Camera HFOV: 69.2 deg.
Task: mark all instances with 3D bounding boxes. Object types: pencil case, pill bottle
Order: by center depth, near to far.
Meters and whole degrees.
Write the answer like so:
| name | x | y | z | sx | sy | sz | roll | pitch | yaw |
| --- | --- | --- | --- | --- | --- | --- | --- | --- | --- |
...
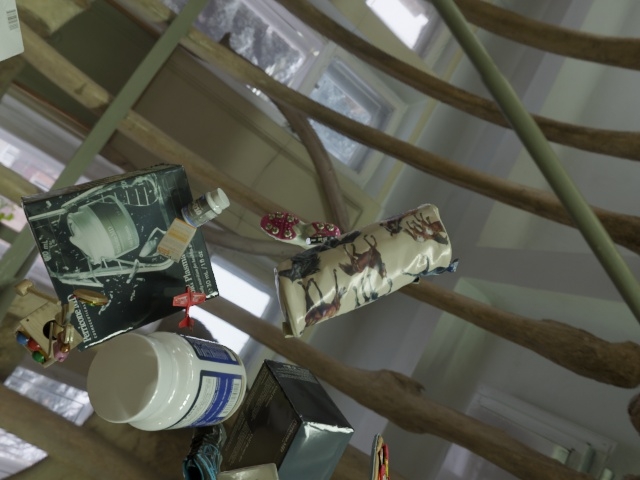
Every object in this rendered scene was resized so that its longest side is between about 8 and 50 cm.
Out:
| name | x | y | z | sx | sy | sz | roll | pitch | yaw |
| --- | --- | --- | --- | --- | --- | --- | --- | --- | --- |
| pill bottle | -0.245 | 0.235 | 0.779 | 0.153 | 0.264 | 0.153 | -6 | -111 | 15 |
| pencil case | 0.089 | 0.069 | 1.018 | 0.410 | 0.183 | 0.160 | -22 | -152 | -12 |
| pill bottle | -0.362 | -0.104 | 1.467 | 0.137 | 0.078 | 0.078 | -30 | -150 | 9 |

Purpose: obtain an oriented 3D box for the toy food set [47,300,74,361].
| name | x | y | z | sx | sy | sz | roll | pitch | yaw |
| --- | --- | --- | --- | --- | --- | --- | --- | --- | --- |
| toy food set | -0.381 | 0.140 | 0.692 | 0.122 | 0.019 | 0.077 | -26 | -116 | 45 |

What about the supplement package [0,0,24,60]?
| name | x | y | z | sx | sy | sz | roll | pitch | yaw |
| --- | --- | --- | --- | --- | --- | --- | --- | --- | --- |
| supplement package | -0.987 | -0.593 | 1.217 | 0.175 | 0.293 | 0.177 | -84 | -174 | -54 |

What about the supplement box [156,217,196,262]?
| name | x | y | z | sx | sy | sz | roll | pitch | yaw |
| --- | --- | --- | --- | --- | --- | --- | --- | --- | --- |
| supplement box | -0.367 | -0.001 | 1.187 | 0.036 | 0.062 | 0.098 | -50 | -165 | 52 |

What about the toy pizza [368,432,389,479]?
| name | x | y | z | sx | sy | sz | roll | pitch | yaw |
| --- | --- | --- | --- | --- | --- | --- | --- | --- | --- |
| toy pizza | 0.116 | 0.483 | 0.905 | 0.032 | 0.201 | 0.201 | 2 | -130 | 12 |

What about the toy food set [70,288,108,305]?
| name | x | y | z | sx | sy | sz | roll | pitch | yaw |
| --- | --- | --- | --- | --- | --- | --- | --- | --- | --- |
| toy food set | -0.555 | 0.137 | 1.118 | 0.082 | 0.083 | 0.020 | 28 | 82 | -74 |

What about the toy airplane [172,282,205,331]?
| name | x | y | z | sx | sy | sz | roll | pitch | yaw |
| --- | --- | --- | --- | --- | --- | --- | --- | --- | --- |
| toy airplane | -0.405 | 0.205 | 1.424 | 0.028 | 0.151 | 0.151 | -5 | -131 | 24 |

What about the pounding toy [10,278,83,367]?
| name | x | y | z | sx | sy | sz | roll | pitch | yaw |
| --- | --- | --- | --- | --- | --- | --- | --- | --- | --- |
| pounding toy | -0.691 | 0.199 | 1.130 | 0.181 | 0.206 | 0.094 | -27 | -167 | 45 |

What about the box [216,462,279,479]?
| name | x | y | z | sx | sy | sz | roll | pitch | yaw |
| --- | --- | --- | --- | --- | --- | --- | --- | --- | --- |
| box | -0.158 | 0.600 | 0.982 | 0.148 | 0.127 | 0.232 | -111 | -152 | -44 |

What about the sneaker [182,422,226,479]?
| name | x | y | z | sx | sy | sz | roll | pitch | yaw |
| --- | --- | --- | --- | --- | --- | --- | --- | --- | --- |
| sneaker | -0.417 | 0.765 | 1.655 | 0.125 | 0.139 | 0.340 | -29 | -136 | 10 |

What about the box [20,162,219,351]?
| name | x | y | z | sx | sy | sz | roll | pitch | yaw |
| --- | --- | --- | --- | --- | --- | --- | --- | --- | --- |
| box | -0.657 | 0.028 | 1.559 | 0.472 | 0.479 | 0.297 | -21 | -161 | -28 |

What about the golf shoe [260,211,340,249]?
| name | x | y | z | sx | sy | sz | roll | pitch | yaw |
| --- | --- | --- | --- | --- | --- | --- | --- | --- | --- |
| golf shoe | -0.077 | -0.016 | 1.725 | 0.140 | 0.306 | 0.115 | 82 | 27 | -60 |

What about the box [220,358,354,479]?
| name | x | y | z | sx | sy | sz | roll | pitch | yaw |
| --- | --- | --- | --- | --- | --- | --- | --- | --- | --- |
| box | -0.111 | 0.582 | 1.340 | 0.343 | 0.179 | 0.312 | -64 | -151 | 6 |

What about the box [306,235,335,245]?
| name | x | y | z | sx | sy | sz | roll | pitch | yaw |
| --- | --- | --- | --- | --- | --- | --- | --- | --- | --- |
| box | 0.000 | 0.000 | 1.217 | 0.083 | 0.067 | 0.018 | 159 | -73 | -80 |
